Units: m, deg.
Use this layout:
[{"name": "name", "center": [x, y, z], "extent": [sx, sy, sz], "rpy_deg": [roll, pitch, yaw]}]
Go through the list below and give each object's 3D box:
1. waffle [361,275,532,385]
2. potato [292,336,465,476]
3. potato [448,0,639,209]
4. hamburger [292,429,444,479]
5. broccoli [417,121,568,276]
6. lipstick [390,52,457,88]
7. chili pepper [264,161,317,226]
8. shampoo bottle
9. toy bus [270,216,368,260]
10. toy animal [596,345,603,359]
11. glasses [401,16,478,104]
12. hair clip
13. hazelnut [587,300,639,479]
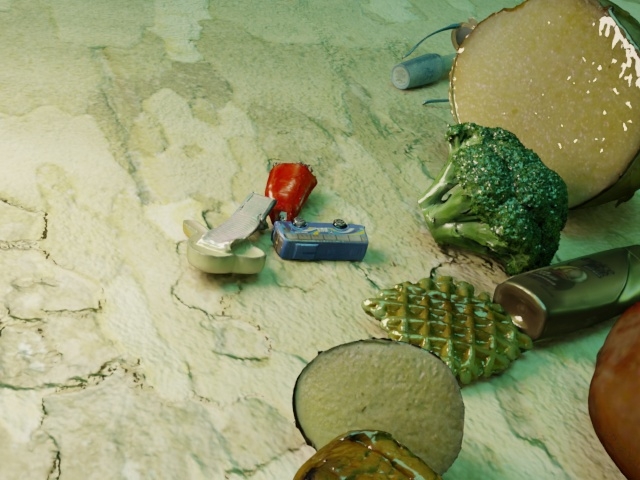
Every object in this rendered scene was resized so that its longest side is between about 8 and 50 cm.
[{"name": "waffle", "center": [0.186, 0.124, 1.413], "extent": [0.214, 0.054, 0.208], "rpy_deg": [-17, 42, -39]}, {"name": "potato", "center": [0.076, 0.207, 1.175], "extent": [0.202, 0.182, 0.117], "rpy_deg": [-5, -6, 10]}, {"name": "potato", "center": [0.505, -0.275, 1.879], "extent": [0.319, 0.385, 0.442], "rpy_deg": [-5, 44, -48]}, {"name": "hamburger", "center": [0.052, 0.289, 1.017], "extent": [0.183, 0.130, 0.206], "rpy_deg": [38, 46, 23]}, {"name": "broccoli", "center": [0.287, -0.061, 1.610], "extent": [0.241, 0.269, 0.262], "rpy_deg": [-19, 54, 13]}, {"name": "lipstick", "center": [0.274, -0.414, 2.307], "extent": [0.061, 0.068, 0.274], "rpy_deg": [29, 36, 34]}, {"name": "chili pepper", "center": [-0.056, -0.062, 1.630], "extent": [0.088, 0.065, 0.169], "rpy_deg": [-1, 35, 7]}, {"name": "shampoo bottle", "center": [0.430, 0.077, 1.555], "extent": [0.350, 0.084, 0.125], "rpy_deg": [-12, 37, -36]}, {"name": "toy bus", "center": [0.000, 0.000, 1.553], "extent": [0.152, 0.051, 0.061], "rpy_deg": [1, 39, -19]}, {"name": "toy animal", "center": [0.467, 0.150, 1.445], "extent": [0.057, 0.099, 0.241], "rpy_deg": [43, 45, 18]}, {"name": "glasses", "center": [0.289, -0.395, 2.242], "extent": [0.220, 0.088, 0.190], "rpy_deg": [-22, 87, -21]}, {"name": "hair clip", "center": [-0.146, -0.008, 1.494], "extent": [0.159, 0.071, 0.218], "rpy_deg": [14, 26, 15]}, {"name": "hazelnut", "center": [0.523, 0.195, 1.192], "extent": [0.365, 0.366, 0.366], "rpy_deg": [9, 31, -6]}]
